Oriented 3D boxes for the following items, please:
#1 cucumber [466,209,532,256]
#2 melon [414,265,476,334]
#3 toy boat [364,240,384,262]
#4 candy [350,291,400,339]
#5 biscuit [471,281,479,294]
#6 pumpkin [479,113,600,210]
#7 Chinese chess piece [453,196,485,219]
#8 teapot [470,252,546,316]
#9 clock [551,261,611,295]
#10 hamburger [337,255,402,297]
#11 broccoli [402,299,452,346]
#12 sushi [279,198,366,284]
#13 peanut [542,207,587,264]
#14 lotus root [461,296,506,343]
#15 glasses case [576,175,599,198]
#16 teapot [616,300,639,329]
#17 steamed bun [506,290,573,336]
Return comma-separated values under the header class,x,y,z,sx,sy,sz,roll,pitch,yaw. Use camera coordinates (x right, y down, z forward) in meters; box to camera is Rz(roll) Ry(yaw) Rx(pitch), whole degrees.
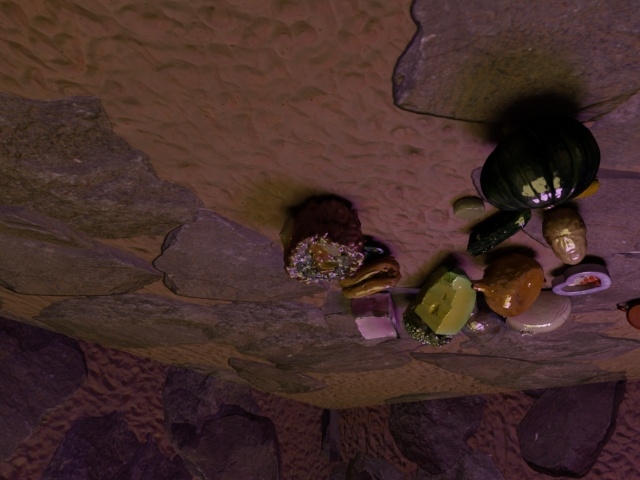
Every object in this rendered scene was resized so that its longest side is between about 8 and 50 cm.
class,x,y,z,sx,sy,sz,roll,pitch,yaw
cucumber,0.503,-0.030,1.625,0.074,0.074,0.241,13,150,-22
melon,0.432,0.183,1.951,0.196,0.124,0.323,40,143,19
toy boat,0.073,0.047,1.777,0.246,0.103,0.093,-7,145,10
candy,0.218,0.299,2.254,0.156,0.115,0.265,-5,153,15
biscuit,0.545,0.181,2.106,0.071,0.018,0.147,-1,153,-1
pumpkin,0.450,-0.164,1.220,0.250,0.216,0.250,-29,165,-8
Chinese chess piece,0.402,-0.085,1.563,0.084,0.034,0.084,2,156,1
teapot,0.601,0.127,1.855,0.311,0.167,0.203,-9,119,-36
clock,0.872,0.121,1.914,0.172,0.064,0.198,6,153,-8
hamburger,0.157,0.119,1.832,0.214,0.108,0.214,-19,180,0
broccoli,0.418,0.305,2.176,0.226,0.198,0.176,-14,142,-5
sushi,0.000,0.000,1.610,0.237,0.170,0.270,7,151,-9
peanut,0.686,-0.004,1.612,0.110,0.120,0.236,-43,138,1
lotus root,0.588,0.295,2.151,0.175,0.175,0.349,-16,154,31
glasses case,0.557,-0.132,1.422,0.234,0.064,0.079,-2,157,8
teapot,1.210,0.278,2.181,0.173,0.116,0.116,17,165,34
steamed bun,0.805,0.278,2.136,0.239,0.152,0.170,-4,154,17
